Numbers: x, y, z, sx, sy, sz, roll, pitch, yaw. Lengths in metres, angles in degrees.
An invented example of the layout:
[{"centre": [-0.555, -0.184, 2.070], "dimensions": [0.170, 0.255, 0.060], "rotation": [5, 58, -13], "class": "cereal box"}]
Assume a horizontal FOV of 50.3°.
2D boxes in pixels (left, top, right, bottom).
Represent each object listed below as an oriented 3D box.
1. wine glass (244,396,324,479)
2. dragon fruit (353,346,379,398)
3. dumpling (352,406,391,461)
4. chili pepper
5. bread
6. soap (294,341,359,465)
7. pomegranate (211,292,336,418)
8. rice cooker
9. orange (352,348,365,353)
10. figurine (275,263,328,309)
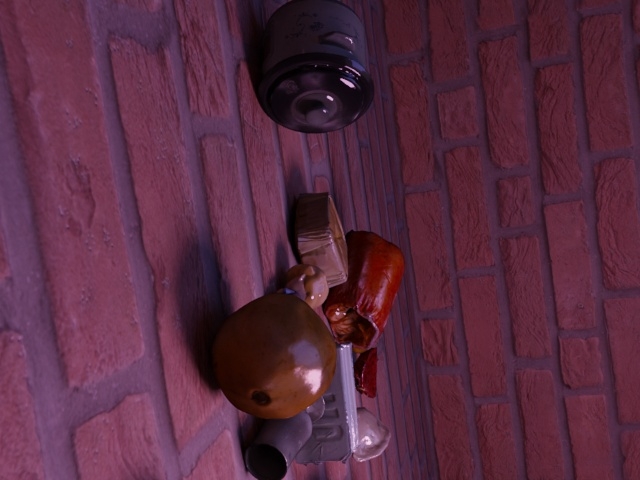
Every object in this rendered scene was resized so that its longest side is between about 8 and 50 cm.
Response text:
[{"centre": [-0.070, 0.382, 1.371], "dimensions": [0.231, 0.103, 0.103], "rotation": [-44, 126, -67], "class": "wine glass"}, {"centre": [0.123, 0.409, 2.110], "dimensions": [0.106, 0.083, 0.162], "rotation": [-3, 100, -61], "class": "dragon fruit"}, {"centre": [0.125, 0.539, 1.916], "dimensions": [0.111, 0.154, 0.181], "rotation": [113, -24, -54], "class": "dumpling"}, {"centre": [0.108, 0.152, 1.969], "dimensions": [0.251, 0.229, 0.305], "rotation": [-58, -177, 46], "class": "chili pepper"}, {"centre": [-0.002, -0.001, 1.753], "dimensions": [0.192, 0.109, 0.210], "rotation": [-89, 165, -45], "class": "bread"}, {"centre": [0.001, 0.367, 1.546], "dimensions": [0.094, 0.150, 0.262], "rotation": [6, 78, -69], "class": "soap"}, {"centre": [-0.083, 0.206, 1.198], "dimensions": [0.233, 0.232, 0.233], "rotation": [-6, 90, -74], "class": "pomegranate"}, {"centre": [-0.014, -0.397, 1.592], "dimensions": [0.316, 0.264, 0.317], "rotation": [-169, -90, -67], "class": "rice cooker"}, {"centre": [0.118, 0.301, 2.113], "dimensions": [0.085, 0.085, 0.095], "rotation": [65, 14, -49], "class": "orange"}, {"centre": [-0.058, 0.132, 1.553], "dimensions": [0.196, 0.108, 0.114], "rotation": [-41, 115, -50], "class": "figurine"}]
